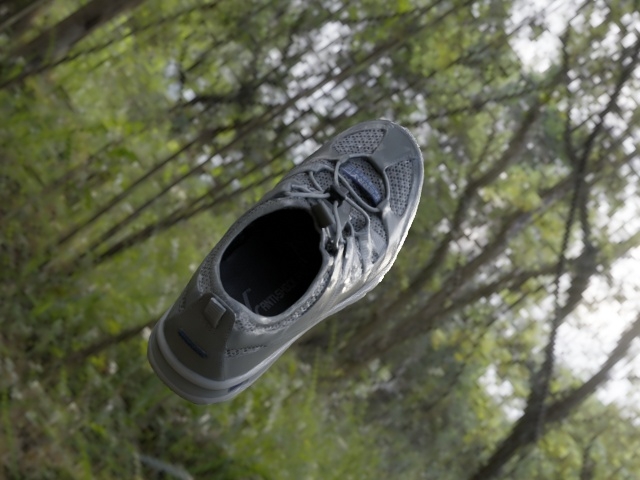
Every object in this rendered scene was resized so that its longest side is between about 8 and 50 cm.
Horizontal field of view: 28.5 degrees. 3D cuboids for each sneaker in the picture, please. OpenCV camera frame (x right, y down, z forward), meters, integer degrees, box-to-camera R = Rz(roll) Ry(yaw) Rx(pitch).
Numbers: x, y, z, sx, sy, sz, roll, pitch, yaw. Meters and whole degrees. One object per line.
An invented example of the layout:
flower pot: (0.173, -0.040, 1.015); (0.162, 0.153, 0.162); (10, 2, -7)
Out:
sneaker: (0.000, 0.000, 0.882); (0.105, 0.281, 0.115); (39, -36, 1)
